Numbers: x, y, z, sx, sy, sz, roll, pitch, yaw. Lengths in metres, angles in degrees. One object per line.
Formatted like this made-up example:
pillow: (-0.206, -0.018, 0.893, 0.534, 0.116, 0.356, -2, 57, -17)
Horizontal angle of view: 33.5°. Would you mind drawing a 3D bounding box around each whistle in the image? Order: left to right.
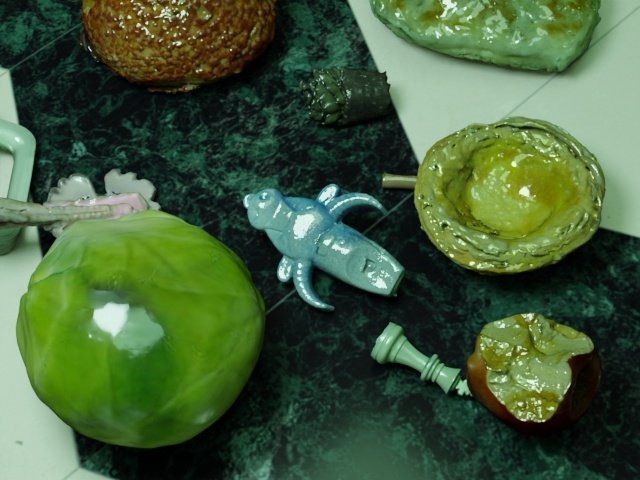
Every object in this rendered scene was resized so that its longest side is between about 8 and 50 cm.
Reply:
whistle: (0.000, 0.000, 1.542, 0.269, 0.093, 0.180, 27, 87, 19)

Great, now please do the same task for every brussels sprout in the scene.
brussels sprout: (-0.238, 0.121, 1.391, 0.344, 0.268, 0.344, -2, 35, 1)

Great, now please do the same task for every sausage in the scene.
sausage: (0.151, -0.087, 1.629, 0.116, 0.026, 0.026, 5, 57, 6)

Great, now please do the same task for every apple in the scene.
apple: (0.273, 0.173, 1.384, 0.158, 0.147, 0.156, 17, 63, 34)

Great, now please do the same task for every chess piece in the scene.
chess piece: (0.146, 0.170, 1.448, 0.149, 0.059, 0.059, 28, 63, 13)

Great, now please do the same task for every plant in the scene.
plant: (0.038, -0.232, 1.692, 0.143, 0.092, 0.094, -6, 64, -10)

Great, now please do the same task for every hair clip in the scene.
hair clip: (-0.380, -0.038, 1.563, 0.300, 0.069, 0.173, -2, 52, -35)

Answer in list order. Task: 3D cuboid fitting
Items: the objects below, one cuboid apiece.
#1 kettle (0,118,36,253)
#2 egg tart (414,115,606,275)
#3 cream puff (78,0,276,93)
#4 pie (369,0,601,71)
kettle: (-0.587, -0.084, 1.568, 0.265, 0.205, 0.318, -3, 54, 5)
egg tart: (0.274, -0.058, 1.548, 0.288, 0.118, 0.288, -3, 56, 4)
cream puff: (-0.234, -0.413, 1.746, 0.350, 0.228, 0.350, 0, 59, 1)
pie: (0.269, -0.461, 1.778, 0.395, 0.180, 0.418, -2, 64, 1)
